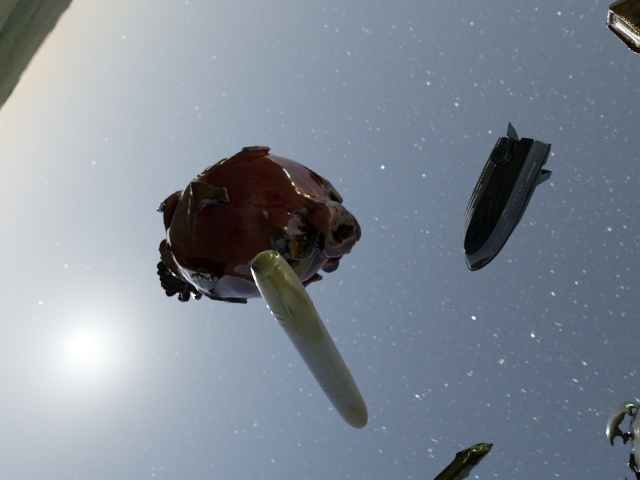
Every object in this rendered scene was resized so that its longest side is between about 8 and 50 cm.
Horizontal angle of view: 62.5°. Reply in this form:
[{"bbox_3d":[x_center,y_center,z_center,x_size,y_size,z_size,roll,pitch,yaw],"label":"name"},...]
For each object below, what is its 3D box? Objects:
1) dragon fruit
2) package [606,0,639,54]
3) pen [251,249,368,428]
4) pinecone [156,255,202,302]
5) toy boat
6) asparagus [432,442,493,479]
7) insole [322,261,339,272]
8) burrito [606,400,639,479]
[{"bbox_3d":[-0.101,-0.019,0.777,0.315,0.250,0.250,4,-114,59],"label":"dragon fruit"},{"bbox_3d":[0.490,-0.312,0.773,0.071,0.047,0.131,-30,-121,3],"label":"package"},{"bbox_3d":[0.002,0.096,0.440,0.032,0.233,0.040,-38,-141,-15],"label":"pen"},{"bbox_3d":[-0.287,0.067,1.164,0.140,0.121,0.140,5,-80,31],"label":"pinecone"},{"bbox_3d":[0.300,-0.061,0.878,0.093,0.103,0.246,24,-89,61],"label":"toy boat"},{"bbox_3d":[0.164,0.271,0.625,0.108,0.021,0.025,-55,-149,22],"label":"asparagus"},{"bbox_3d":[0.000,0.000,1.229,0.064,0.188,0.004,-23,-150,-6],"label":"insole"},{"bbox_3d":[0.232,0.125,0.234,0.107,0.347,0.175,-38,-120,0],"label":"burrito"}]
